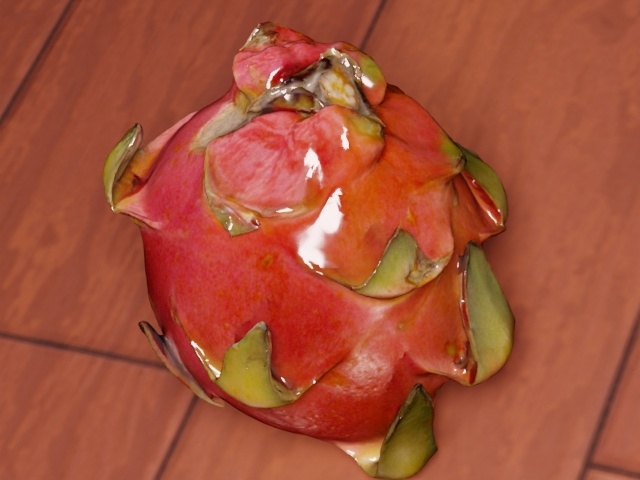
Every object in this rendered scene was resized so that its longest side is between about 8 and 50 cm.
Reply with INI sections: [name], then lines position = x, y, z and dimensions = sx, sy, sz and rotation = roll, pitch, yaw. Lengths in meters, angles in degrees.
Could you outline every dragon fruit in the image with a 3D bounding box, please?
[dragon fruit]
position = 0.000, 0.005, 1.028
dimensions = 0.224, 0.227, 0.224
rotation = -9, 61, 17
